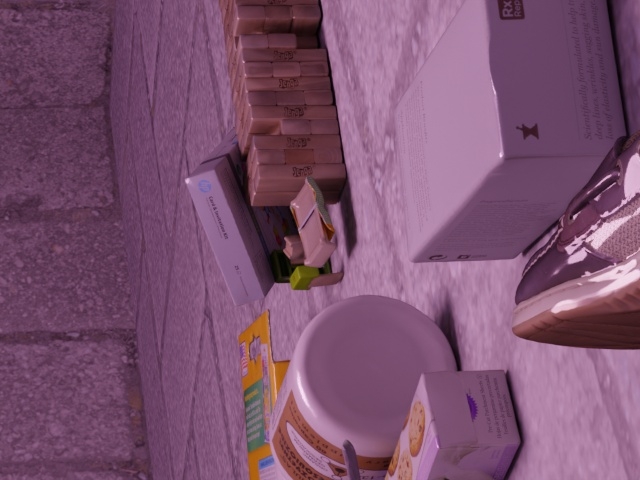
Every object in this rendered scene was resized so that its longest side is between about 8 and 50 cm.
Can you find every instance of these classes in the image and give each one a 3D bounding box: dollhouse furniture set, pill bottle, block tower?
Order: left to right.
[{"bbox_3d":[-0.047,-0.190,1.914,0.091,0.097,0.335,110,156,-61],"label":"block tower"},{"bbox_3d":[0.000,0.000,1.846,0.151,0.059,0.076,124,137,-58],"label":"dollhouse furniture set"},{"bbox_3d":[0.026,0.148,1.521,0.229,0.131,0.131,109,156,-62],"label":"pill bottle"}]

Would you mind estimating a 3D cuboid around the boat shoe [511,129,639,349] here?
[{"bbox_3d":[0.169,-0.010,0.871,0.285,0.103,0.092,134,138,-70],"label":"boat shoe"}]

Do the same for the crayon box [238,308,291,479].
[{"bbox_3d":[-0.020,0.241,1.899,0.203,0.083,0.323,136,130,-75],"label":"crayon box"}]

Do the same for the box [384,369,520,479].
[{"bbox_3d":[0.083,0.207,1.419,0.324,0.063,0.067,104,161,-55],"label":"box"}]

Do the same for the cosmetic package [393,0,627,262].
[{"bbox_3d":[0.113,-0.070,1.167,0.231,0.085,0.117,130,136,-71],"label":"cosmetic package"}]

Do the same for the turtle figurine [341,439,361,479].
[{"bbox_3d":[0.113,0.290,1.067,0.266,0.198,0.274,76,-166,-59],"label":"turtle figurine"}]

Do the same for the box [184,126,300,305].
[{"bbox_3d":[-0.076,-0.032,1.942,0.186,0.038,0.145,-58,-51,-68],"label":"box"}]
